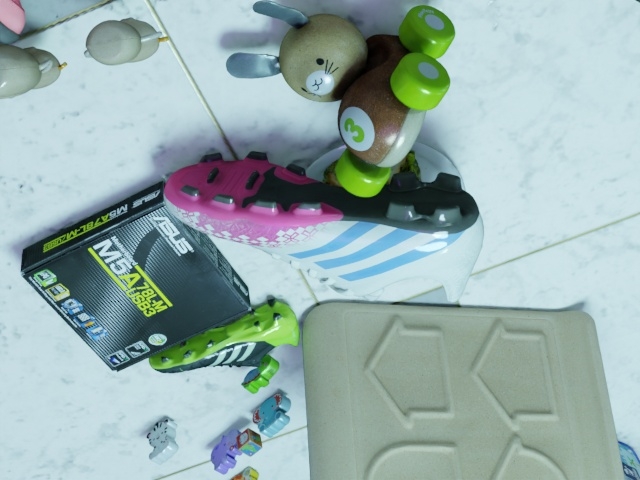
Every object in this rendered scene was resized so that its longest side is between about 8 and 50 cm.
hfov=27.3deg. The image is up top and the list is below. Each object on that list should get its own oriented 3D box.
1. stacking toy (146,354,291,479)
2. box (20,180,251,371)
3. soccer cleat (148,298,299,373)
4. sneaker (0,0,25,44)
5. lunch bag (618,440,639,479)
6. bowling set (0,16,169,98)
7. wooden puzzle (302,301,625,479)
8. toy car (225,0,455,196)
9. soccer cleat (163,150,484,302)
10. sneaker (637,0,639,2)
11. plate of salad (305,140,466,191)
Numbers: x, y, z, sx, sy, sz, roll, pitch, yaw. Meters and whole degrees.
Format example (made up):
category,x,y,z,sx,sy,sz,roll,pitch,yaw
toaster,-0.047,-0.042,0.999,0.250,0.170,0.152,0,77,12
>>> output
category,x,y,z,sx,sy,sz,roll,pitch,yaw
stacking toy,-0.085,0.236,1.630,0.221,0.052,0.167,-38,127,20
box,-0.200,0.044,1.448,0.184,0.045,0.191,-23,130,14
soccer cleat,-0.109,0.125,1.523,0.178,0.060,0.072,-18,132,3
sneaker,-0.292,-0.309,1.027,0.136,0.116,0.314,-27,97,-1
lunch bag,0.390,0.336,1.730,0.096,0.129,0.151,-23,128,5
bowling set,-0.293,-0.214,1.174,0.287,0.154,0.200,-13,97,6
wooden puzzle,0.157,0.228,1.492,0.347,0.322,0.080,0,148,-7
toy car,0.009,-0.159,1.255,0.188,0.149,0.155,22,135,-11
soccer cleat,0.000,0.000,1.352,0.331,0.116,0.143,6,125,8
sneaker,0.275,-0.324,1.151,0.146,0.134,0.343,-38,132,7
plate of salad,0.062,-0.026,1.426,0.199,0.048,0.200,-5,131,-6
